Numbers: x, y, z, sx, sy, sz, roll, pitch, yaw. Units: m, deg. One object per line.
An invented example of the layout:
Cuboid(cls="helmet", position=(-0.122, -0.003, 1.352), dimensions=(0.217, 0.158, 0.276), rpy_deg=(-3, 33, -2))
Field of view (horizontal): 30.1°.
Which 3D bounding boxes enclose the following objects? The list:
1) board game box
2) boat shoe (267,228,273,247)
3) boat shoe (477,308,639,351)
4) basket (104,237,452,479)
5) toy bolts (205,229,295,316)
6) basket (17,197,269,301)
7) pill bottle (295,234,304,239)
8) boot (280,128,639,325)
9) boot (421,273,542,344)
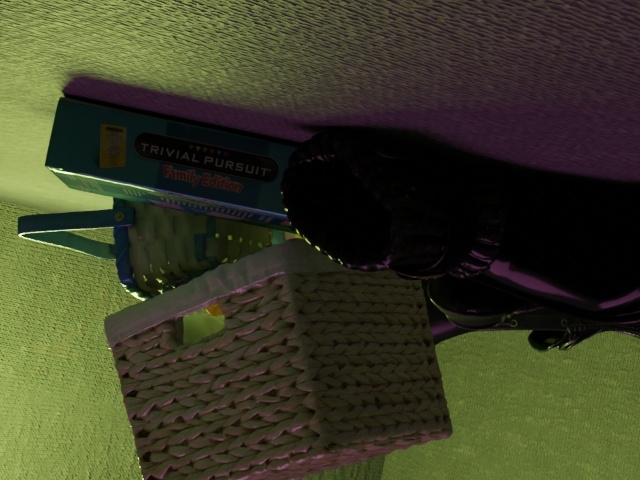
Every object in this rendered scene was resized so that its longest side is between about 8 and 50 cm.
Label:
Cuboid(cls="board game box", position=(-0.125, -0.074, 1.353), dimensions=(0.336, 0.079, 0.254), rpy_deg=(11, 177, -6))
Cuboid(cls="boat shoe", position=(-0.127, -0.001, 2.238), dimensions=(0.302, 0.109, 0.098), rpy_deg=(16, -160, 29))
Cuboid(cls="boat shoe", position=(0.510, 0.168, 2.574), dimensions=(0.500, 0.156, 0.187), rpy_deg=(10, 174, -12))
Cuboid(cls="basket", position=(-0.049, 0.175, 1.569), dimensions=(0.328, 0.266, 0.331), rpy_deg=(-23, 164, 32))
Cuboid(cls="toy bolts", position=(-0.105, 0.024, 2.024), dimensions=(0.228, 0.218, 0.158), rpy_deg=(-7, 172, -13))
Cuboid(cls="basket", position=(-0.235, -0.012, 1.639), dimensions=(0.289, 0.201, 0.255), rpy_deg=(-1, 173, 21))
Cuboid(cls="pill bottle", position=(0.019, -0.005, 1.774), dimensions=(0.103, 0.103, 0.184), rpy_deg=(12, 176, -11))
Cuboid(cls="boot", position=(0.157, -0.010, 1.115), dimensions=(0.348, 0.131, 0.260), rpy_deg=(8, 175, 40))
Cuboid(cls="boot", position=(0.201, 0.101, 1.896), dimensions=(0.367, 0.146, 0.445), rpy_deg=(-21, 178, 3))
